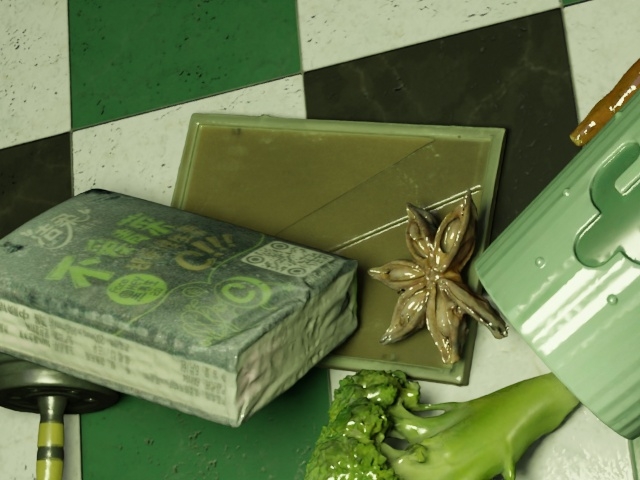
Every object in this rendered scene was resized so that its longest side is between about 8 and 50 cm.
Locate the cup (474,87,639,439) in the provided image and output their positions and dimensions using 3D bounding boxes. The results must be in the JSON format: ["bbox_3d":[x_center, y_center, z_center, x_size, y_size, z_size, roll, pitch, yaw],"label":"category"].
[{"bbox_3d":[0.403,0.011,1.553,0.392,0.310,0.401,-43,30,10],"label":"cup"}]

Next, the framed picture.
[{"bbox_3d":[0.000,0.000,1.899,0.446,0.028,0.326,6,76,24],"label":"framed picture"}]

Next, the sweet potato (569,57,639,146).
[{"bbox_3d":[0.401,-0.206,1.780,0.264,0.057,0.057,-41,63,5],"label":"sweet potato"}]

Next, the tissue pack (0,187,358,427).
[{"bbox_3d":[-0.188,0.066,1.780,0.394,0.288,0.124,15,118,25],"label":"tissue pack"}]

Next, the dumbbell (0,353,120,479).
[{"bbox_3d":[-0.337,0.266,1.865,0.185,0.185,0.388,-7,71,21],"label":"dumbbell"}]

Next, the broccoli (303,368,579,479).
[{"bbox_3d":[0.111,0.259,1.712,0.254,0.186,0.302,24,43,26],"label":"broccoli"}]

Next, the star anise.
[{"bbox_3d":[0.135,0.049,1.772,0.172,0.063,0.208,-25,67,32],"label":"star anise"}]
